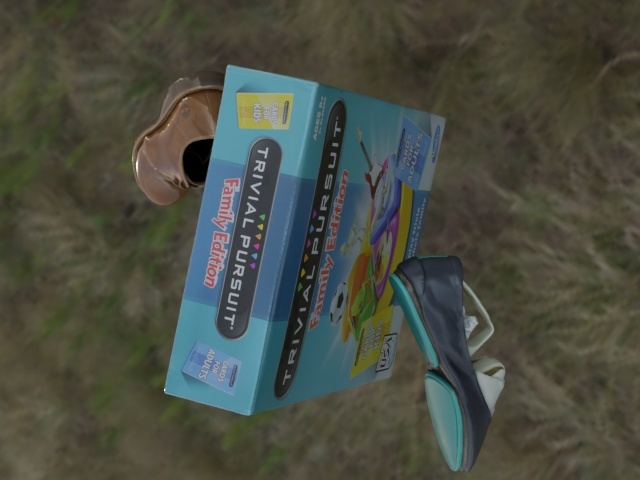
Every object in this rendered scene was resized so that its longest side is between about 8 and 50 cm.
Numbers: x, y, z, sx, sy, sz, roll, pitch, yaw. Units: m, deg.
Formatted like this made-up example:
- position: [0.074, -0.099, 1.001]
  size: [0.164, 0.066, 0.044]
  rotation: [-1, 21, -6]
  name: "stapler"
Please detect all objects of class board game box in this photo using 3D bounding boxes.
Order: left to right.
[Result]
- position: [0.000, 0.000, 1.268]
  size: [0.079, 0.254, 0.336]
  rotation: [13, -175, 20]
  name: "board game box"

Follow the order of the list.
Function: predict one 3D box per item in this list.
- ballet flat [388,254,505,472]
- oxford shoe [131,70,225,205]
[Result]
- position: [0.114, 0.098, 1.230]
  size: [0.074, 0.074, 0.203]
  rotation: [9, 126, 44]
  name: "ballet flat"
- position: [-0.130, -0.074, 1.413]
  size: [0.212, 0.076, 0.076]
  rotation: [124, 136, -61]
  name: "oxford shoe"
